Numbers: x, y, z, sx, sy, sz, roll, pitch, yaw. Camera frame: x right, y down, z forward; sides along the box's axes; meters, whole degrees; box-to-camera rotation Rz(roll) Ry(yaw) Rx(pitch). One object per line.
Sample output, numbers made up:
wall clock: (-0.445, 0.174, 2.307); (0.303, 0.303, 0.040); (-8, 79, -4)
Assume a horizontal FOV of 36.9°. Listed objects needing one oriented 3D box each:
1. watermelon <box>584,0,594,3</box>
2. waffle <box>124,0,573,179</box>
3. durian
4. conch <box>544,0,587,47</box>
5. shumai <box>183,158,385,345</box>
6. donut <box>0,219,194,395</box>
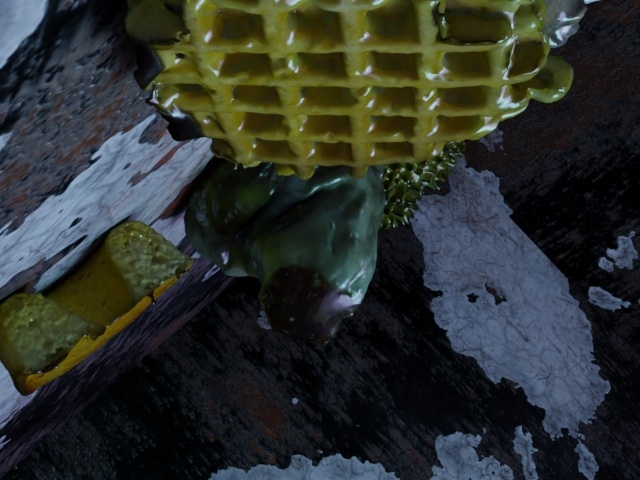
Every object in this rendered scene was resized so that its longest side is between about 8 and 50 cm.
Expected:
watermelon: (0.330, -0.394, 1.216); (0.289, 0.214, 0.320); (-40, -172, -14)
waffle: (0.002, -0.116, 0.645); (0.307, 0.060, 0.312); (-13, 156, 35)
durian: (0.083, -0.143, 1.538); (0.293, 0.258, 0.258); (-33, -178, 26)
conch: (0.076, -0.201, 0.771); (0.297, 0.210, 0.352); (-22, 162, -39)
shumai: (0.000, 0.000, 1.282); (0.304, 0.263, 0.309); (-7, 150, -32)
donut: (-0.277, 0.089, 1.091); (0.259, 0.101, 0.152); (-42, 178, -45)
